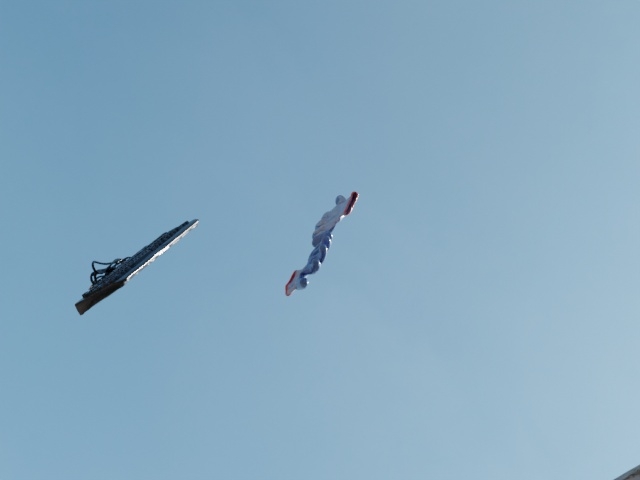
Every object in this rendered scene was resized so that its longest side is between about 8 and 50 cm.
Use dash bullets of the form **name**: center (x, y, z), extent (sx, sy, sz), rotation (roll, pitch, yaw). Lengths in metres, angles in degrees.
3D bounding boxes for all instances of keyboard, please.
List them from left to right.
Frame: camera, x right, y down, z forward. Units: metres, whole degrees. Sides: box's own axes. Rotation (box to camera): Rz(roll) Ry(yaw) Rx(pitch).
- **keyboard**: center (-0.204, 0.020, 0.955), extent (0.100, 0.192, 0.038), rotation (-33, -83, 23)

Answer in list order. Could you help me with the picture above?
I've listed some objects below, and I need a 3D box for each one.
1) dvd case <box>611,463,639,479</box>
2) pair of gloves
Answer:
- **dvd case**: center (0.238, 0.153, 0.462), extent (0.022, 0.253, 0.180), rotation (38, -31, 60)
- **pair of gloves**: center (0.000, 0.000, 1.448), extent (0.023, 0.198, 0.159), rotation (31, -28, -9)
